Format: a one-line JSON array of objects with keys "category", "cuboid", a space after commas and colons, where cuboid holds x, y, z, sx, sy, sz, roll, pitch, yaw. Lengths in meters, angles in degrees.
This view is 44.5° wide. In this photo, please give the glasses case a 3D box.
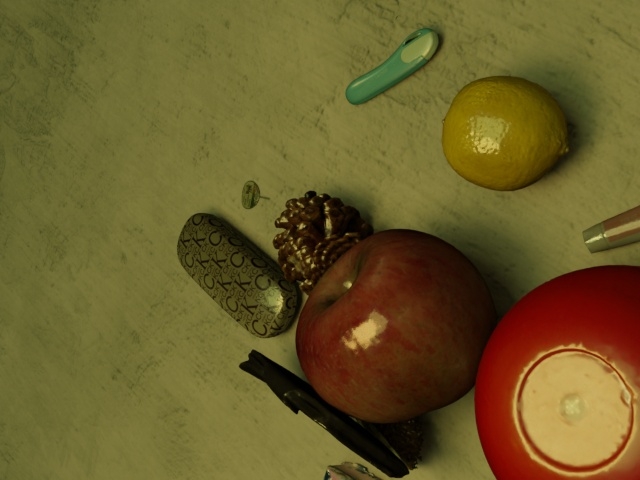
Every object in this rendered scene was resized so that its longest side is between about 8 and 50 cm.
[{"category": "glasses case", "cuboid": [-0.181, 0.067, 1.638, 0.355, 0.085, 0.137, 38, 112, 34]}]

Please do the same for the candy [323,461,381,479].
[{"category": "candy", "cuboid": [0.077, 0.468, 1.405, 0.160, 0.073, 0.092, 17, 97, 39]}]

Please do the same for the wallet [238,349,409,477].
[{"category": "wallet", "cuboid": [-0.006, 0.287, 1.334, 0.051, 0.197, 0.377, -56, 27, -8]}]

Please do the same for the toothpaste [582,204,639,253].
[{"category": "toothpaste", "cuboid": [0.478, -0.032, 1.127, 0.194, 0.043, 0.067, -23, 70, 31]}]

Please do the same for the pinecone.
[{"category": "pinecone", "cuboid": [-0.002, -0.001, 1.438, 0.212, 0.169, 0.185, 52, 121, 30]}]

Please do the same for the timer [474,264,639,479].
[{"category": "timer", "cuboid": [0.388, 0.220, 1.031, 0.378, 0.279, 0.377, -6, 81, 41]}]

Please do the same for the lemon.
[{"category": "lemon", "cuboid": [0.284, -0.163, 1.208, 0.203, 0.178, 0.178, 20, 100, 26]}]

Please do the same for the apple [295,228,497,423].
[{"category": "apple", "cuboid": [0.123, 0.145, 1.230, 0.269, 0.344, 0.345, 41, 122, -14]}]

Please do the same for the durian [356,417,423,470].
[{"category": "durian", "cuboid": [0.119, 0.307, 1.356, 0.091, 0.148, 0.188, -42, 81, -14]}]

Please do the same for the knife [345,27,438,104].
[{"category": "knife", "cuboid": [0.129, -0.315, 1.440, 0.222, 0.031, 0.064, -29, 73, 39]}]

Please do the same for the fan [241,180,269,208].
[{"category": "fan", "cuboid": [-0.143, -0.102, 1.670, 0.080, 0.003, 0.060, -23, 74, 37]}]
